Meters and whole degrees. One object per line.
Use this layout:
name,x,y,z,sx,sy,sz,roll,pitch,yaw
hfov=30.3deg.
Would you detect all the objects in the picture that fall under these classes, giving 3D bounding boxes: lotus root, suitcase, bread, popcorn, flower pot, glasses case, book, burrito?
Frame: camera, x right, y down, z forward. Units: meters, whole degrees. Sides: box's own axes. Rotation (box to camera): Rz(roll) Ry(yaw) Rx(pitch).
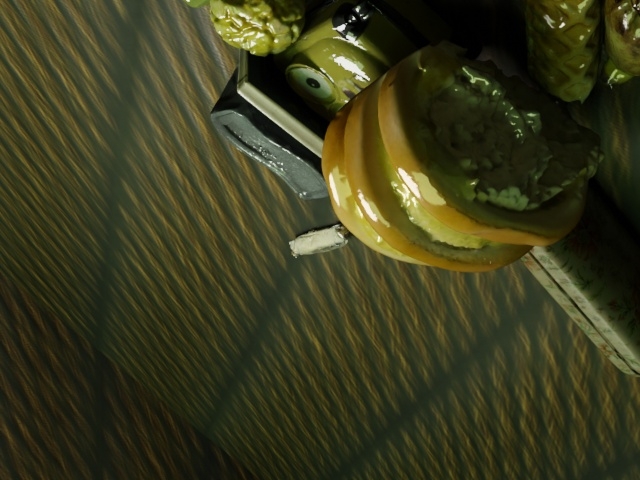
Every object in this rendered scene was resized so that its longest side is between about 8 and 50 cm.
lotus root,0.355,-0.234,1.304,0.108,0.094,0.191,43,166,14
suitcase,0.061,-0.235,1.532,0.194,0.143,0.235,38,154,-20
bread,0.156,-0.068,1.426,0.315,0.211,0.270,25,139,-30
popcorn,-0.076,-0.292,1.488,0.120,0.106,0.116,-8,128,31
flower pot,-0.055,-0.169,1.820,0.229,0.108,0.103,37,153,-20
glasses case,0.390,0.036,1.695,0.098,0.157,0.425,-11,135,44
book,-0.034,-0.198,1.629,0.191,0.025,0.269,37,-161,-18
burrito,0.000,0.000,2.169,0.185,0.041,0.045,-13,92,56
bread,0.269,-0.269,1.310,0.087,0.098,0.269,7,149,17

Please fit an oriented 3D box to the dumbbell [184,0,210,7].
dumbbell,-0.224,-0.428,1.496,0.302,0.108,0.121,39,151,-22
